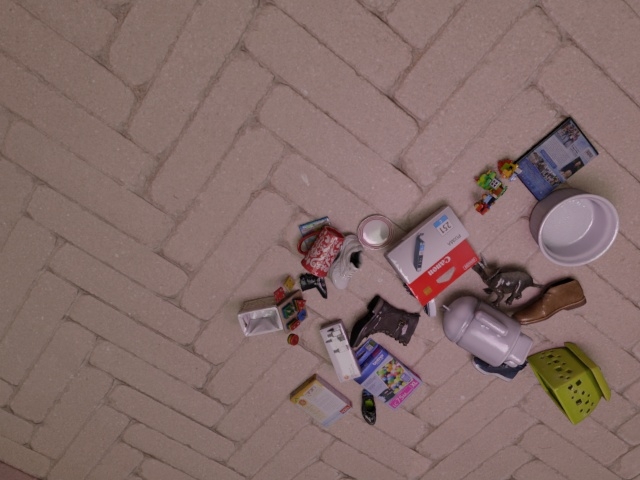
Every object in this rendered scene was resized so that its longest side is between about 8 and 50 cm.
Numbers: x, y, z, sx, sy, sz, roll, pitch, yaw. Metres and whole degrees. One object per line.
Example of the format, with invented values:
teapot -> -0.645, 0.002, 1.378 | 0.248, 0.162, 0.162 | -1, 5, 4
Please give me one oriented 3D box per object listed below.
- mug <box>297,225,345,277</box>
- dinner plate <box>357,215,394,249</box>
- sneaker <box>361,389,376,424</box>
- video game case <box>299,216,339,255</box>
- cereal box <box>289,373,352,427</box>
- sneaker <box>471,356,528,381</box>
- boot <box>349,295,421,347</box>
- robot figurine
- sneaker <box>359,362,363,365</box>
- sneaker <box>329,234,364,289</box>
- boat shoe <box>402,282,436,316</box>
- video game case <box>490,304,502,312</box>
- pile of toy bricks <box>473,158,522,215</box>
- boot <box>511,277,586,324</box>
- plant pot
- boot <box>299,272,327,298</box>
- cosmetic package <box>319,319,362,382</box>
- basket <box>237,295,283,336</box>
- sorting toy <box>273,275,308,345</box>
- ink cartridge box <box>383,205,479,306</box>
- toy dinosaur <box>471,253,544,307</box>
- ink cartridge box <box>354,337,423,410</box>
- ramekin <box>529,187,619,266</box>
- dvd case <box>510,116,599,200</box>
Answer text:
mug -> -0.001, 0.031, 1.713 | 0.150, 0.113, 0.169 | 27, 109, -12
dinner plate -> 0.212, -0.031, 1.748 | 0.141, 0.017, 0.141 | 0, 114, 0
sneaker -> 0.218, 0.765, 2.067 | 0.067, 0.078, 0.188 | -6, 114, 4
video game case -> 0.000, 0.000, 1.766 | 0.119, 0.015, 0.166 | -17, 113, 9
cereal box -> 0.005, 0.731, 2.072 | 0.173, 0.047, 0.240 | -42, 107, 17
sneaker -> 0.764, 0.503, 1.930 | 0.226, 0.086, 0.163 | 20, 124, -18
boot -> 0.268, 0.372, 1.871 | 0.229, 0.091, 0.263 | 32, 95, -14
robot figurine -> 0.629, 0.350, 1.780 | 0.353, 0.300, 0.200 | 30, 69, 14
sneaker -> 0.185, 0.564, 2.004 | 0.035, 0.031, 0.083 | -21, 112, 10
sneaker -> 0.105, 0.101, 1.745 | 0.090, 0.115, 0.232 | 0, 118, -26
boat shoe -> 0.375, 0.172, 1.788 | 0.102, 0.108, 0.301 | -17, 110, 8
video game case -> 0.700, 0.331, 1.904 | 0.087, 0.011, 0.122 | 35, 110, -14
pile of toy bricks -> 0.604, -0.198, 1.632 | 0.105, 0.118, 0.212 | 42, 122, 18
boot -> 0.891, 0.241, 1.817 | 0.305, 0.112, 0.115 | -23, 105, 1
plant pot -> 1.040, 0.576, 1.897 | 0.207, 0.228, 0.227 | -32, 109, 8
boot -> -0.028, 0.186, 1.833 | 0.099, 0.045, 0.121 | -12, 106, 4
cosmetic package -> 0.085, 0.462, 1.904 | 0.098, 0.060, 0.239 | -21, 92, 12
basket -> -0.238, 0.305, 1.857 | 0.167, 0.103, 0.113 | -11, 113, 7
sorting toy -> -0.101, 0.281, 1.829 | 0.046, 0.132, 0.275 | 7, 121, 41
ink cartridge box -> 0.425, 0.062, 1.686 | 0.296, 0.066, 0.261 | -38, 98, -5
toy dinosaur -> 0.739, 0.170, 1.774 | 0.313, 0.121, 0.160 | 9, 127, 1
ink cartridge box -> 0.272, 0.583, 1.979 | 0.311, 0.065, 0.186 | 41, 96, -14
ramekin -> 0.907, -0.057, 1.661 | 0.277, 0.135, 0.277 | 0, 114, 0
dvd case -> 0.828, -0.285, 1.623 | 0.253, 0.022, 0.180 | -42, 106, 17
